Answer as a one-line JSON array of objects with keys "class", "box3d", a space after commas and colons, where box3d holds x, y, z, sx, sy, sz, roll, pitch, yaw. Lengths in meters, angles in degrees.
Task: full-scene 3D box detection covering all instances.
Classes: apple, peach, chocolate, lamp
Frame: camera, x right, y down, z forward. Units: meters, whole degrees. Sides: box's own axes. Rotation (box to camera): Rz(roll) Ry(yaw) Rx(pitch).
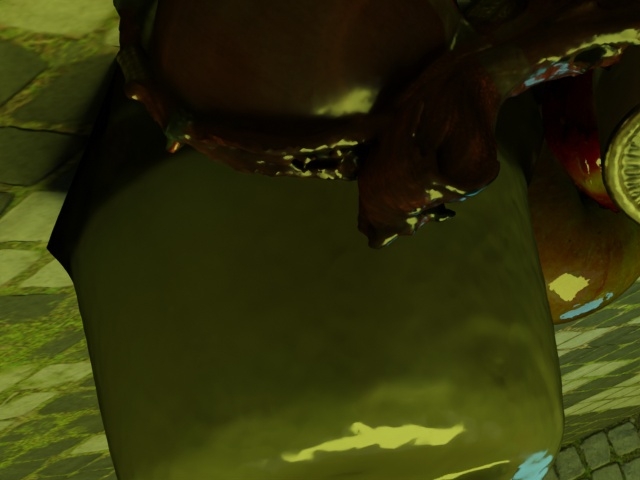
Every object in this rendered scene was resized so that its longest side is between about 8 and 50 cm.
[{"class": "apple", "box3d": [0.178, -0.020, 1.112, 0.182, 0.182, 0.155, -11, 165, -26]}, {"class": "peach", "box3d": [0.210, -0.100, 0.975, 0.127, 0.172, 0.092, -38, 120, 20]}, {"class": "chocolate", "box3d": [0.014, 0.070, 0.890, 0.314, 0.297, 0.326, 3, 138, -28]}, {"class": "lamp", "box3d": [0.017, -0.102, 0.703, 0.215, 0.223, 0.151, -49, 179, -20]}]

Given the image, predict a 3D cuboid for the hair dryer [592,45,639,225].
[{"class": "hair dryer", "box3d": [0.218, -0.185, 0.702, 0.107, 0.189, 0.344, 10, 131, 1]}]
